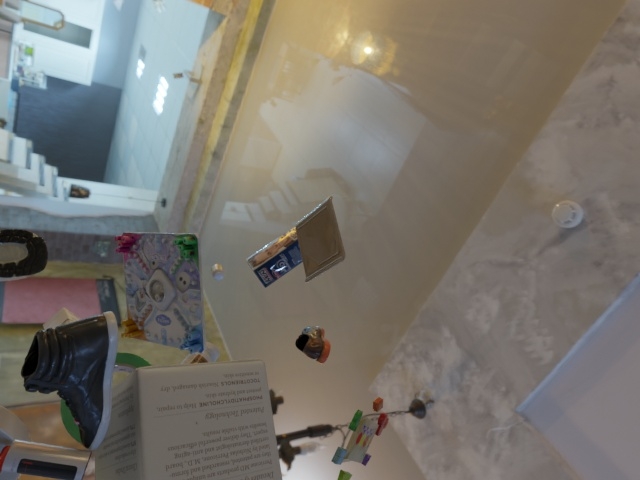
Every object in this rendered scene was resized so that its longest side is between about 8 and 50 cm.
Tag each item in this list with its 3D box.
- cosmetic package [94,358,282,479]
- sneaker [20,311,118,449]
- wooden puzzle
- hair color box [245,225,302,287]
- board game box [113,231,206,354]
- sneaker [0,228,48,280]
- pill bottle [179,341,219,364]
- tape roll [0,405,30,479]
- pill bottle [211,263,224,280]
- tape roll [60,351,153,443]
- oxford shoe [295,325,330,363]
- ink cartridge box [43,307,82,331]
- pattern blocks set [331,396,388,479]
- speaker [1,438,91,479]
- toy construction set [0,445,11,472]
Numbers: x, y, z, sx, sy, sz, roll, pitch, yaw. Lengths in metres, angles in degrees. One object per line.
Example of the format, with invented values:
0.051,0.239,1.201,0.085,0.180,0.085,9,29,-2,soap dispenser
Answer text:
-0.322,0.525,1.055,0.329,0.328,0.393,-35,-122,41,cosmetic package
-0.473,0.274,0.827,0.105,0.147,0.295,31,-65,48,sneaker
0.000,0.000,1.493,0.221,0.044,0.238,-35,-123,47,wooden puzzle
-0.152,0.050,1.991,0.105,0.347,0.174,59,-11,-23,hair color box
-0.552,0.169,1.495,0.390,0.050,0.389,2,-84,32,board game box
-0.924,0.067,1.116,0.182,0.411,0.157,-34,-120,56,sneaker
-0.573,0.583,2.044,0.131,0.229,0.131,14,-55,20,pill bottle
-1.021,0.583,1.203,0.391,0.393,0.072,-68,-155,22,tape roll
-0.367,0.116,1.586,0.083,0.044,0.043,-136,-122,-68,pill bottle
-0.717,0.555,1.540,0.077,0.322,0.321,121,-41,-52,tape roll
-0.041,0.356,1.602,0.096,0.099,0.271,-66,-167,-3,oxford shoe
-1.050,0.440,1.910,0.117,0.207,0.283,-45,-136,-13,ink cartridge box
0.129,0.638,1.415,0.026,0.324,0.285,20,-118,30,pattern blocks set
-0.507,0.410,0.823,0.055,0.136,0.055,-160,-90,-73,speaker
-0.947,0.660,1.081,0.309,0.257,0.237,-29,-153,2,toy construction set
